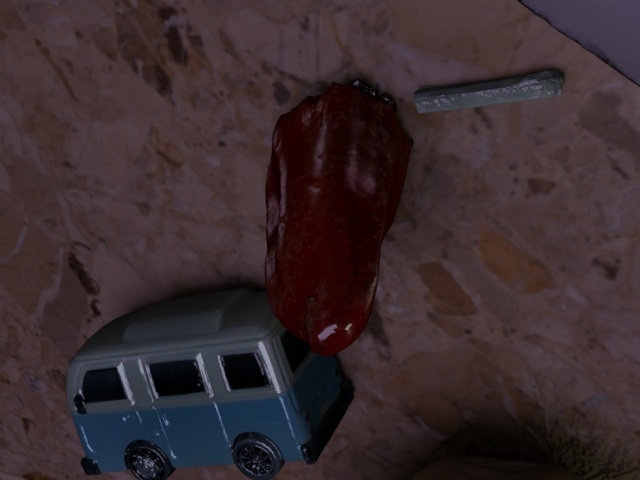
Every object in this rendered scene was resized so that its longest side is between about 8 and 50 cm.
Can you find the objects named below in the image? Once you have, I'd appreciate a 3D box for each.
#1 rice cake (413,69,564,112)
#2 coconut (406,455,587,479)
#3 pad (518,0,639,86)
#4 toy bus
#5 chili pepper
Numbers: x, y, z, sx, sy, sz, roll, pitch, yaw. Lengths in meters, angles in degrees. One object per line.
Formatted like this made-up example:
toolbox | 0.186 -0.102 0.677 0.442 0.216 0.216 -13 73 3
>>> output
rice cake | 0.133 -0.119 0.725 0.121 0.022 0.021 -3 124 25
coconut | 0.181 0.411 0.808 0.415 0.344 0.415 29 132 40
pad | 0.272 -0.246 0.607 0.202 0.005 0.300 36 125 2
toy bus | -0.124 0.140 0.914 0.271 0.133 0.165 -10 108 24
chili pepper | 0.000 0.000 0.718 0.144 0.253 0.136 -17 128 22
